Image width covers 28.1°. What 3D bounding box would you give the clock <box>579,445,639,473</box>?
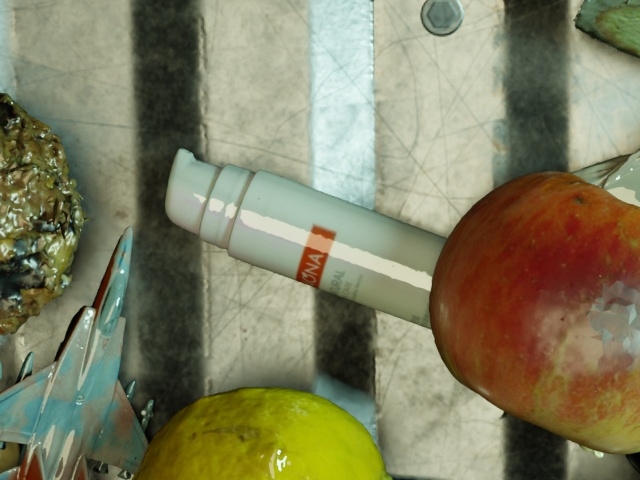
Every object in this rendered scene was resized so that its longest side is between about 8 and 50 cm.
[{"bbox_3d":[0.414,0.278,1.315,0.276,0.120,0.379,-21,86,4],"label":"clock"}]

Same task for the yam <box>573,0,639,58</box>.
[{"bbox_3d":[0.389,-0.224,1.267,0.254,0.154,0.154,23,95,4],"label":"yam"}]

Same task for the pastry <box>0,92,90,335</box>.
[{"bbox_3d":[-0.375,-0.028,1.323,0.275,0.193,0.275,-4,78,20],"label":"pastry"}]

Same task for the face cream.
[{"bbox_3d":[0.000,0.000,1.344,0.345,0.102,0.102,19,95,5],"label":"face cream"}]

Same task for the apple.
[{"bbox_3d":[0.255,0.061,1.202,0.293,0.163,0.251,26,83,3],"label":"apple"}]

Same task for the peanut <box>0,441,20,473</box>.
[{"bbox_3d":[-0.453,0.274,1.410,0.274,0.111,0.125,-28,75,4],"label":"peanut"}]

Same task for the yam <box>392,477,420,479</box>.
[{"bbox_3d":[0.118,0.277,1.385,0.129,0.027,0.033,5,93,7],"label":"yam"}]

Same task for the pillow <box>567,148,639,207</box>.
[{"bbox_3d":[0.335,-0.032,1.324,0.270,0.067,0.173,-29,93,6],"label":"pillow"}]

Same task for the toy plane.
[{"bbox_3d":[-0.258,0.142,1.375,0.223,0.104,0.326,20,77,-30],"label":"toy plane"}]

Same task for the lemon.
[{"bbox_3d":[-0.064,0.263,1.304,0.288,0.233,0.233,-7,93,11],"label":"lemon"}]
